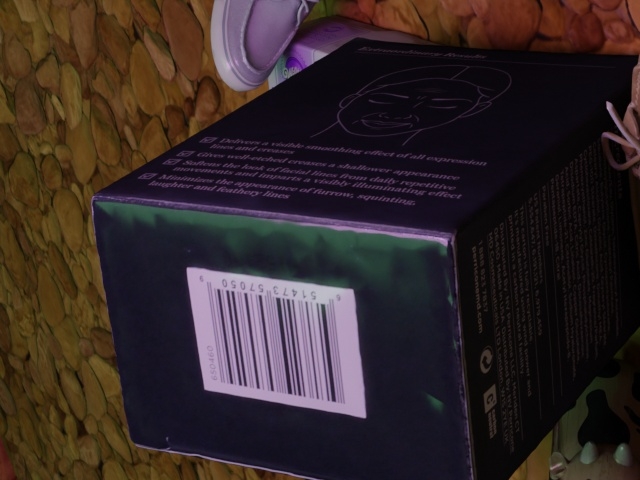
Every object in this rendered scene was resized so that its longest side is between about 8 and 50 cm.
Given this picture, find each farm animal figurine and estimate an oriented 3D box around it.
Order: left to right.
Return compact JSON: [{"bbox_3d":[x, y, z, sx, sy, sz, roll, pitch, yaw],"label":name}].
[{"bbox_3d":[0.257,0.205,1.416,0.327,0.330,0.172,-105,12,-56],"label":"farm animal figurine"}]

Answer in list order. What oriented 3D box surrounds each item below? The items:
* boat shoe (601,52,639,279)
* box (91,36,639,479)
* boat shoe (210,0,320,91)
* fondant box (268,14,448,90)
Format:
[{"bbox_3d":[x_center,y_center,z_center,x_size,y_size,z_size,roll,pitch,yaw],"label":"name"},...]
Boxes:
[{"bbox_3d":[0.267,-0.038,1.274,0.104,0.089,0.285,49,170,43],"label":"boat shoe"},{"bbox_3d":[0.066,0.003,1.340,0.293,0.395,0.212,7,116,30],"label":"box"},{"bbox_3d":[-0.036,-0.247,1.640,0.081,0.079,0.227,-8,56,46],"label":"boat shoe"},{"bbox_3d":[0.061,-0.034,1.690,0.238,0.096,0.330,24,125,50],"label":"fondant box"}]
